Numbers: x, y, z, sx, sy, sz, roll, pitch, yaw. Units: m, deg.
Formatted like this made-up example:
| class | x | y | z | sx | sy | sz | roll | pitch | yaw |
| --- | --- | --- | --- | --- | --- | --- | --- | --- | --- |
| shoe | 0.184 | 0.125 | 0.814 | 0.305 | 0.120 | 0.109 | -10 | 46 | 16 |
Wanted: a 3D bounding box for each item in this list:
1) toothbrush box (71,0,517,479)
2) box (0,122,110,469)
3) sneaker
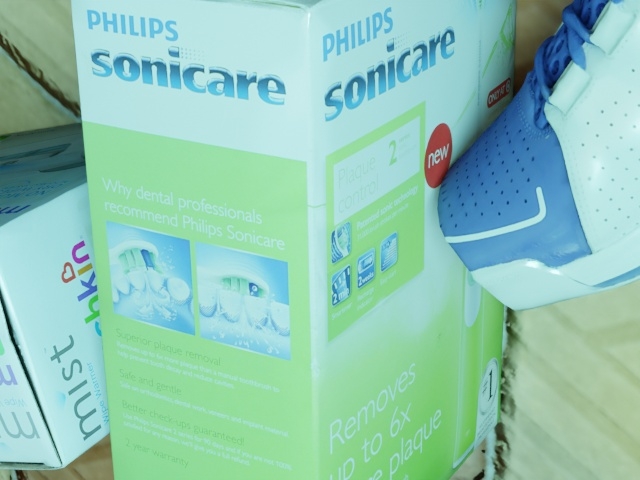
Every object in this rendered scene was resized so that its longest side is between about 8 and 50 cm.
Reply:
| class | x | y | z | sx | sy | sz | roll | pitch | yaw |
| --- | --- | --- | --- | --- | --- | --- | --- | --- | --- |
| toothbrush box | 0.000 | 0.000 | 0.604 | 0.122 | 0.206 | 0.283 | 11 | 115 | 29 |
| box | -0.183 | 0.023 | 0.714 | 0.262 | 0.231 | 0.127 | -4 | 108 | 34 |
| sneaker | 0.148 | -0.124 | 0.477 | 0.182 | 0.127 | 0.315 | 42 | 123 | -19 |
